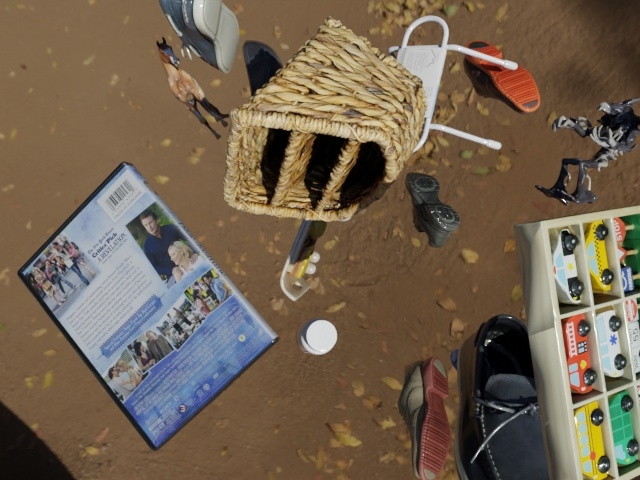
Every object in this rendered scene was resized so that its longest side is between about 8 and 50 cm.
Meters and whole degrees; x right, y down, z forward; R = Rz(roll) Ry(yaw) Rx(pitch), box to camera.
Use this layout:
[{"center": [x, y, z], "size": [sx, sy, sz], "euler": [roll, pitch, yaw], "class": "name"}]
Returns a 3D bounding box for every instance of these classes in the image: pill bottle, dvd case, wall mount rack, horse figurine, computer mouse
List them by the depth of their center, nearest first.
[{"center": [-0.188, 0.067, 0.568], "size": [0.180, 0.022, 0.253], "euler": [-43, 81, 9], "class": "dvd case"}, {"center": [-0.097, -0.295, 1.083], "size": [0.072, 0.188, 0.272], "euler": [-15, 65, 4], "class": "computer mouse"}, {"center": [-0.274, -0.313, 1.167], "size": [0.066, 0.263, 0.174], "euler": [-39, 90, 2], "class": "horse figurine"}, {"center": [0.290, -0.352, 1.291], "size": [0.304, 0.130, 0.350], "euler": [10, 84, 28], "class": "wall mount rack"}, {"center": [-0.014, 0.325, 1.817], "size": [0.121, 0.221, 0.121], "euler": [2, 78, -10], "class": "pill bottle"}]

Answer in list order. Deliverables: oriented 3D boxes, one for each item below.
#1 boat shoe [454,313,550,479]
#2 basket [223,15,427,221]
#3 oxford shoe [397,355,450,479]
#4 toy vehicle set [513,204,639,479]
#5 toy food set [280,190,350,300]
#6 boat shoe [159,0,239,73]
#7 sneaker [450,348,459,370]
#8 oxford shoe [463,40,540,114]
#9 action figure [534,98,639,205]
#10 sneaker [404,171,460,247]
[{"center": [0.337, 0.311, 0.930], "size": [0.187, 0.500, 0.156], "euler": [17, 121, -1], "class": "boat shoe"}, {"center": [0.004, -0.122, 0.803], "size": [0.213, 0.299, 0.223], "euler": [37, 66, 1], "class": "basket"}, {"center": [0.283, 0.502, 1.514], "size": [0.130, 0.123, 0.348], "euler": [-21, 39, 36], "class": "oxford shoe"}, {"center": [0.286, 0.103, 0.543], "size": [0.166, 0.035, 0.266], "euler": [-9, 91, -26], "class": "toy vehicle set"}, {"center": [0.000, 0.000, 1.403], "size": [0.092, 0.220, 0.306], "euler": [23, 98, 7], "class": "toy food set"}, {"center": [-0.193, -0.343, 0.880], "size": [0.079, 0.254, 0.095], "euler": [12, 95, 3], "class": "boat shoe"}, {"center": [0.438, 0.367, 1.553], "size": [0.069, 0.209, 0.082], "euler": [24, 109, -11], "class": "sneaker"}, {"center": [0.458, -0.398, 1.369], "size": [0.097, 0.098, 0.271], "euler": [-18, 56, -12], "class": "oxford shoe"}, {"center": [0.594, -0.213, 1.170], "size": [0.141, 0.164, 0.275], "euler": [29, 95, -21], "class": "action figure"}, {"center": [0.316, -0.097, 1.632], "size": [0.109, 0.130, 0.286], "euler": [1, 45, -17], "class": "sneaker"}]
